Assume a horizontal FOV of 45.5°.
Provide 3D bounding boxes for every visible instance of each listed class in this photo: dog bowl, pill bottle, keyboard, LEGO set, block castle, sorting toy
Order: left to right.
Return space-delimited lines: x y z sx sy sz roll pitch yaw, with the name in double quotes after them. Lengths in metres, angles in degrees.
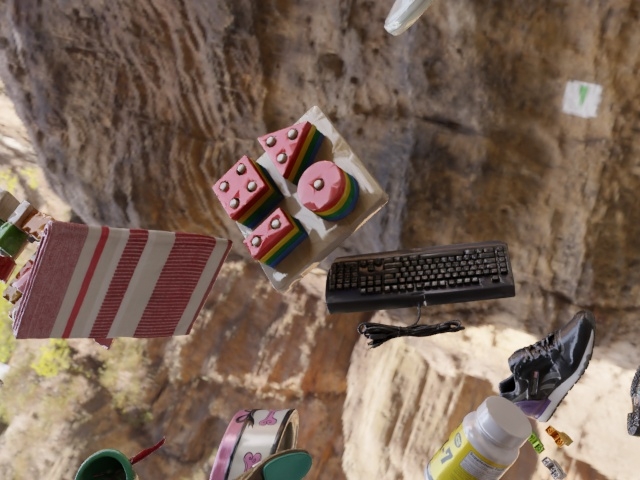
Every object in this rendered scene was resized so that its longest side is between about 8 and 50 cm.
-0.632 0.057 1.626 0.212 0.453 0.303 -57 -30 -16 "block castle"
-0.179 0.625 1.991 0.408 0.150 0.407 11 -90 -82 "dog bowl"
-0.054 -0.088 1.352 0.255 0.257 0.089 -42 -36 13 "sorting toy"
0.164 0.086 1.285 0.033 0.317 0.201 72 -165 -47 "keyboard"
0.293 0.395 1.423 0.208 0.119 0.119 -60 -12 27 "pill bottle"
0.562 0.482 1.885 0.093 0.227 0.087 30 -71 -40 "LEGO set"

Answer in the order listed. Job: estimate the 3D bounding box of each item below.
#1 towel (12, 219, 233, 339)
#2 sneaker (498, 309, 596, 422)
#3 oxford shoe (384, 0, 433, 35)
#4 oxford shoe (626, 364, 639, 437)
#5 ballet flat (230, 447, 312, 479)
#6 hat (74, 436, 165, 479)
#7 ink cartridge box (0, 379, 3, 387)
-0.335 0.073 1.311 0.329 0.037 0.237 5 -55 -39 "towel"
0.450 0.249 1.543 0.107 0.124 0.283 -68 -3 -58 "sneaker"
0.217 -0.550 1.298 0.449 0.130 0.169 -55 11 43 "oxford shoe"
0.844 0.398 1.943 0.083 0.096 0.227 97 -171 -68 "oxford shoe"
-0.107 0.396 1.258 0.206 0.067 0.073 -19 -78 -39 "ballet flat"
-0.505 0.632 1.990 0.208 0.173 0.183 -34 -27 8 "hat"
-0.573 0.189 1.029 0.208 0.206 0.045 -40 -20 -18 "ink cartridge box"
